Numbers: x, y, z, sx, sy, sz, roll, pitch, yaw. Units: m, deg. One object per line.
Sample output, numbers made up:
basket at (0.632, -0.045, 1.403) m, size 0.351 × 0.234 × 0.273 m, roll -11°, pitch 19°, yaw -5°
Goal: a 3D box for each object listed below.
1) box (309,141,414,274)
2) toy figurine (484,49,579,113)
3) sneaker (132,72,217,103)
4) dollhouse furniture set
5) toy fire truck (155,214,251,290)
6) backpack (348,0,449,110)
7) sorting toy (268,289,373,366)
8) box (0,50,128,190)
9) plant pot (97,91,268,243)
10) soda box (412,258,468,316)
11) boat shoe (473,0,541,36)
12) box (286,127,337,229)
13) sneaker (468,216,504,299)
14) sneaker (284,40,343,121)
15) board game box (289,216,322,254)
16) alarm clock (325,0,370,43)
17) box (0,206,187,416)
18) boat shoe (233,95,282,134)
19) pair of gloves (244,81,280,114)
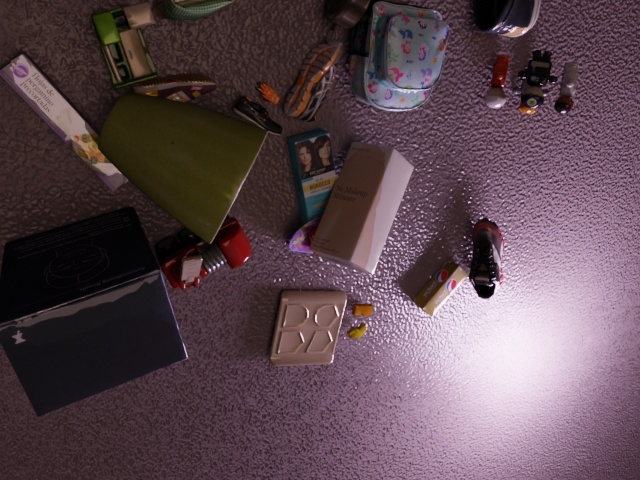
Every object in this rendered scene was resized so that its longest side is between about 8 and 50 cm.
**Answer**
box at (0.108, -0.086, 1.499) m, size 0.121 × 0.147 × 0.311 m, roll 31°, pitch 77°, yaw -49°
toy figurine at (0.591, -0.426, 1.612) m, size 0.209 × 0.213 × 0.148 m, roll 6°, pitch 96°, yaw -33°
sneaker at (-0.323, -0.323, 1.303) m, size 0.185 × 0.070 × 0.084 m, roll -10°, pitch 123°, yaw -15°
dollhouse furniture set at (-0.297, -0.422, 1.190) m, size 0.301 × 0.197 × 0.151 m, roll -22°, pitch 117°, yaw -16°
toy fire truck at (-0.269, 0.036, 1.367) m, size 0.217 × 0.246 × 0.159 m, roll -29°, pitch 121°, yaw -12°
backpack at (0.189, -0.448, 1.431) m, size 0.225 × 0.191 × 0.254 m, roll -2°, pitch 117°, yaw -26°
sorting toy at (0.003, 0.257, 1.719) m, size 0.307 × 0.041 × 0.229 m, roll 4°, pitch 105°, yaw -27°
box at (-0.531, -0.246, 1.230) m, size 0.063 × 0.067 × 0.324 m, roll -40°, pitch 121°, yaw -6°
plant pot at (-0.303, -0.180, 1.227) m, size 0.293 × 0.275 × 0.275 m, roll 27°, pitch 98°, yaw -11°
soda box at (0.380, 0.150, 1.839) m, size 0.058 × 0.061 × 0.181 m, roll 39°, pitch 91°, yaw -33°
boat shoe at (0.465, -0.757, 1.431) m, size 0.155 × 0.187 × 0.501 m, roll -19°, pitch 123°, yaw -24°
box at (-0.013, -0.161, 1.519) m, size 0.100 × 0.060 × 0.245 m, roll -20°, pitch 118°, yaw -18°
sneaker at (0.523, 0.068, 1.826) m, size 0.135 × 0.097 × 0.276 m, roll -49°, pitch 136°, yaw -51°
sneaker at (-0.006, -0.390, 1.422) m, size 0.083 × 0.084 × 0.215 m, roll 24°, pitch 103°, yaw -45°
board game box at (0.000, 0.000, 1.562) m, size 0.168 × 0.033 × 0.133 m, roll 8°, pitch 132°, yaw -46°
alarm clock at (0.055, -0.550, 1.353) m, size 0.064 × 0.129 × 0.192 m, roll 14°, pitch 120°, yaw -29°
box at (-0.480, 0.120, 1.213) m, size 0.293 × 0.395 × 0.212 m, roll -19°, pitch 117°, yaw -17°
boat shoe at (-0.144, -0.298, 1.393) m, size 0.133 × 0.049 × 0.042 m, roll 29°, pitch 111°, yaw -26°
pair of gloves at (-0.145, -0.339, 1.410) m, size 0.083 × 0.010 × 0.074 m, roll -49°, pitch 123°, yaw 1°
